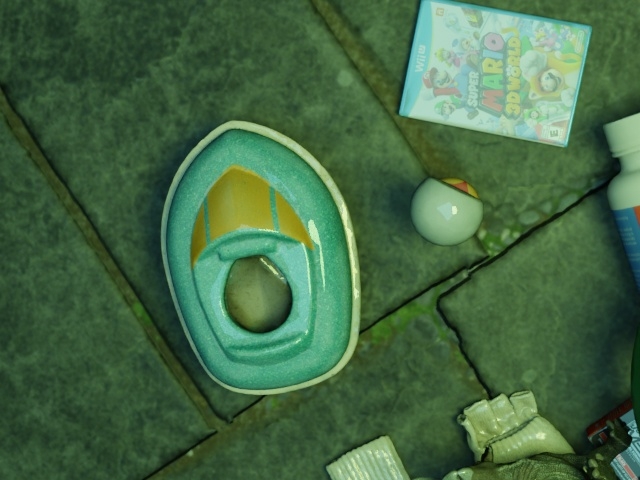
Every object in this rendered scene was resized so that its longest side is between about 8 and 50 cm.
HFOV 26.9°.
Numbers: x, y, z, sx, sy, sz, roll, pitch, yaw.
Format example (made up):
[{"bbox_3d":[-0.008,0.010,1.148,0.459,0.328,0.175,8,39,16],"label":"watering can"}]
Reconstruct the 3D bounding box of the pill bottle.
[{"bbox_3d":[0.336,-0.016,1.230,0.124,0.124,0.221,-20,91,10],"label":"pill bottle"}]

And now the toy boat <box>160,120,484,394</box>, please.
[{"bbox_3d":[0.000,0.000,1.270,0.318,0.148,0.267,-16,92,10],"label":"toy boat"}]

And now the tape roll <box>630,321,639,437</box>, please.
[{"bbox_3d":[0.428,0.120,1.125,0.321,0.077,0.321,0,89,1],"label":"tape roll"}]

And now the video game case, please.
[{"bbox_3d":[0.169,-0.164,1.299,0.166,0.015,0.119,12,96,8],"label":"video game case"}]

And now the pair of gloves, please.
[{"bbox_3d":[0.146,0.271,1.323,0.240,0.042,0.204,-21,91,9],"label":"pair of gloves"}]

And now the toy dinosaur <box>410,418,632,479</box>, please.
[{"bbox_3d":[0.247,0.272,1.255,0.313,0.121,0.160,43,122,-14],"label":"toy dinosaur"}]

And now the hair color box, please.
[{"bbox_3d":[0.333,0.173,1.285,0.141,0.043,0.072,-37,88,9],"label":"hair color box"}]
